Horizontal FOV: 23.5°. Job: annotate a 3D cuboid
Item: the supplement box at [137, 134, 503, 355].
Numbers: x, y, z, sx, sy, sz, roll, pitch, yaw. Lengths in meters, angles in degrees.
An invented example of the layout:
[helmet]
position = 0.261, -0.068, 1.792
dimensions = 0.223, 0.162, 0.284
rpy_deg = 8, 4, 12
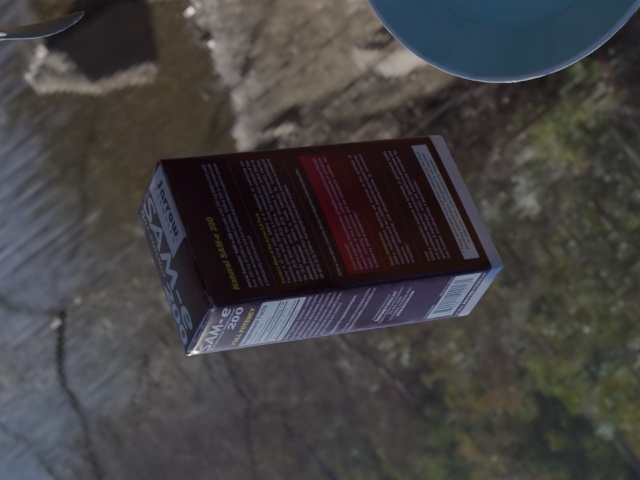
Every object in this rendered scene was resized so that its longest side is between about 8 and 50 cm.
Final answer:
[supplement box]
position = 0.000, 0.000, 1.137
dimensions = 0.239, 0.130, 0.073
rpy_deg = -6, 147, -27

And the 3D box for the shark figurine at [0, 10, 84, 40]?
[shark figurine]
position = -0.213, -0.180, 0.981
dimensions = 0.116, 0.166, 0.278
rpy_deg = -6, 148, 2

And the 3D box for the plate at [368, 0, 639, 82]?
[plate]
position = 0.103, -0.179, 0.832
dimensions = 0.188, 0.188, 0.024
rpy_deg = -40, 165, 25
